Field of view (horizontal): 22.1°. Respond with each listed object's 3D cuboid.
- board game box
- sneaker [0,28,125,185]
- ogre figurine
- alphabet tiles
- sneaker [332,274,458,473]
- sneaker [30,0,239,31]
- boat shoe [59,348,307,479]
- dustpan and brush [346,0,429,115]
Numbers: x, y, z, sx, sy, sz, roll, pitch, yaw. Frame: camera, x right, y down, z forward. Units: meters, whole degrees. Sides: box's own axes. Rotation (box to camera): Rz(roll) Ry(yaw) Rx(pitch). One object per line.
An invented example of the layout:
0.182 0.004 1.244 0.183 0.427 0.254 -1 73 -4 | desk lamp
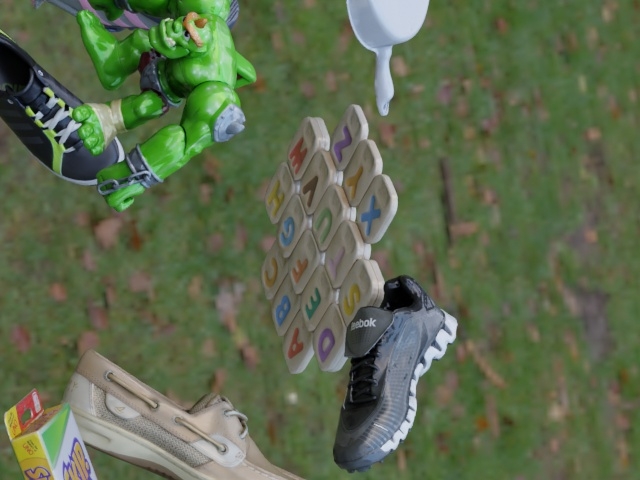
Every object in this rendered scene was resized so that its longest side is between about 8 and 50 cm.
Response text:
-0.221 0.263 1.505 0.124 0.039 0.259 -62 130 -82 | board game box
-0.315 -0.145 1.787 0.234 0.084 0.097 42 -1 -5 | sneaker
-0.116 -0.128 1.215 0.197 0.118 0.097 -90 159 -45 | ogre figurine
0.000 0.000 1.825 0.021 0.278 0.284 7 43 -27 | alphabet tiles
0.055 0.122 1.614 0.106 0.078 0.234 56 44 -24 | sneaker
-0.251 -0.317 2.158 0.112 0.319 0.131 -48 157 -43 | sneaker
-0.132 0.230 1.881 0.121 0.341 0.110 168 -54 -80 | boat shoe
0.074 -0.240 1.820 0.147 0.060 0.211 -31 117 -48 | dustpan and brush
